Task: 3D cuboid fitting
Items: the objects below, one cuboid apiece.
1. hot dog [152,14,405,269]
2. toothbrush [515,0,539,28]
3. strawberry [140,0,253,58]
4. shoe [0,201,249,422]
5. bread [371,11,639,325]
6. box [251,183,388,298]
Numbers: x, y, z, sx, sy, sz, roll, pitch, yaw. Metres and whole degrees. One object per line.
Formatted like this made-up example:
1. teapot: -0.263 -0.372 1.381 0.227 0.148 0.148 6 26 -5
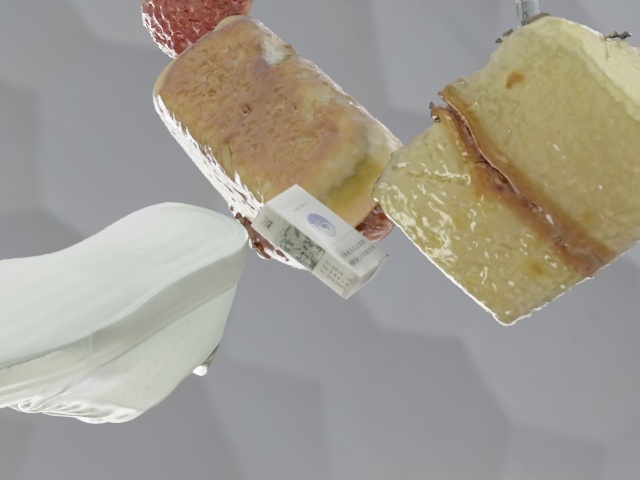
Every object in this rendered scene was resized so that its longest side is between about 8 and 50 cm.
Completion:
1. hot dog: -0.022 -0.069 1.661 0.150 0.256 0.153 -42 -43 -5
2. toothbrush: 0.212 -0.221 2.009 0.030 0.342 0.025 -6 9 -22
3. strawberry: -0.122 -0.239 2.000 0.236 0.106 0.175 -57 9 44
4. shoe: -0.133 0.065 1.096 0.265 0.095 0.110 -26 -47 -49
5. bread: 0.169 -0.074 1.450 0.240 0.178 0.135 -41 9 39
6. box: 0.000 0.000 1.356 0.024 0.083 0.054 -57 -11 28
